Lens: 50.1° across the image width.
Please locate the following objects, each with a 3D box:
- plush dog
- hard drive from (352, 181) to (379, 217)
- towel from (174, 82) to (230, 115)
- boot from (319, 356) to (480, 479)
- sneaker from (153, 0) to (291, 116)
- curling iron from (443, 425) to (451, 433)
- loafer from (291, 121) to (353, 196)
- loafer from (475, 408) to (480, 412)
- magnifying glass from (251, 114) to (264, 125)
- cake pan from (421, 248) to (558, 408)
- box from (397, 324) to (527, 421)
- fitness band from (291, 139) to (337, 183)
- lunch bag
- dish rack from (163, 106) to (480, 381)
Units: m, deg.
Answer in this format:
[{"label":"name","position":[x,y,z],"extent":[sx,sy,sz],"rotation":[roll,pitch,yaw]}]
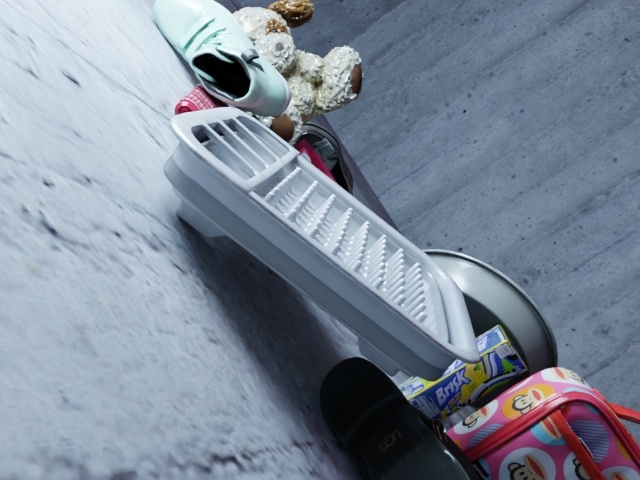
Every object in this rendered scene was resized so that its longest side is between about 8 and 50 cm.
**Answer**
[{"label":"plush dog","position":[-0.087,-0.303,1.211],"extent":[0.210,0.262,0.225],"rotation":[7,-50,56]},{"label":"hard drive","position":[0.114,-0.062,1.816],"extent":[0.233,0.047,0.353],"rotation":[50,11,-28]},{"label":"towel","position":[-0.110,-0.119,0.914],"extent":[0.199,0.031,0.275],"rotation":[51,8,-16]},{"label":"boot","position":[0.114,0.232,0.638],"extent":[0.229,0.091,0.263],"rotation":[45,12,-46]},{"label":"sneaker","position":[-0.158,-0.277,0.954],"extent":[0.256,0.094,0.151],"rotation":[42,13,10]},{"label":"curling iron","position":[0.217,0.333,0.996],"extent":[0.274,0.035,0.068],"rotation":[50,26,-47]},{"label":"loafer","position":[0.017,-0.168,1.562],"extent":[0.267,0.096,0.084],"rotation":[47,18,-53]},{"label":"loafer","position":[0.458,0.486,1.491],"extent":[0.366,0.134,0.130],"rotation":[46,33,0]},{"label":"magnifying glass","position":[-0.045,-0.112,1.072],"extent":[0.092,0.026,0.231],"rotation":[51,0,43]},{"label":"cake pan","position":[0.212,0.147,1.053],"extent":[0.293,0.054,0.293],"rotation":[28,-40,26]},{"label":"box","position":[0.191,0.188,0.933],"extent":[0.054,0.169,0.059],"rotation":[55,11,-10]},{"label":"fitness band","position":[0.005,-0.094,1.348],"extent":[0.209,0.054,0.291],"rotation":[53,11,-17]},{"label":"lunch bag","position":[0.309,0.310,0.834],"extent":[0.293,0.258,0.120],"rotation":[53,7,-9]},{"label":"dish rack","position":[0.000,0.000,0.678],"extent":[0.333,0.072,0.285],"rotation":[37,14,-3]}]
